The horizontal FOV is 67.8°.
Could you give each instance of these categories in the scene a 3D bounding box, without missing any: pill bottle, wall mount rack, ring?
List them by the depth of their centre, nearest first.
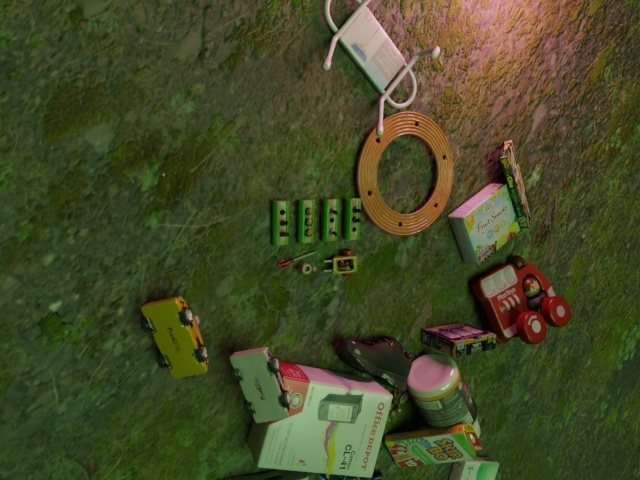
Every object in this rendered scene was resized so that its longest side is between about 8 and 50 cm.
[{"bbox_3d":[0.130,-0.433,1.149,0.350,0.131,0.304,43,76,-28],"label":"wall mount rack"},{"bbox_3d":[0.235,-0.181,1.312,0.337,0.032,0.336,-6,101,-31],"label":"ring"},{"bbox_3d":[0.372,0.485,1.425,0.162,0.162,0.278,-38,116,-20],"label":"pill bottle"}]

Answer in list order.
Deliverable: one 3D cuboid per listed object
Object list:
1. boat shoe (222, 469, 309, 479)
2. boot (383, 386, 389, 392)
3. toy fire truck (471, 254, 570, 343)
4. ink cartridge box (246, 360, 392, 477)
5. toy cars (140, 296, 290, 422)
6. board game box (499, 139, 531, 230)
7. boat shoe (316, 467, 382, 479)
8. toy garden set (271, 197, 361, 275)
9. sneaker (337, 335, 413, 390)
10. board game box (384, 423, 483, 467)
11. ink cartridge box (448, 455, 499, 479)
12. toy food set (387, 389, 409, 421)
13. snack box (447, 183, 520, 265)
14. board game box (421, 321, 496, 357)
[{"bbox_3d":[-0.150,0.636,1.183,0.268,0.096,0.088,7,90,-40],"label":"boat shoe"},{"bbox_3d":[0.138,0.462,1.345,0.087,0.042,0.118,17,98,-23],"label":"boot"},{"bbox_3d":[0.648,0.187,1.555,0.302,0.169,0.253,-22,90,-27],"label":"toy fire truck"},{"bbox_3d":[-0.001,0.445,1.187,0.307,0.131,0.225,16,88,-19],"label":"ink cartridge box"},{"bbox_3d":[-0.213,0.248,1.032,0.394,0.087,0.176,33,111,-11],"label":"toy cars"},{"bbox_3d":[0.621,-0.175,1.508,0.259,0.030,0.136,63,34,-23],"label":"board game box"},{"bbox_3d":[0.077,0.634,1.318,0.089,0.109,0.258,-51,135,-1],"label":"boat shoe"},{"bbox_3d":[0.000,0.000,1.181,0.245,0.049,0.203,-5,104,-28],"label":"toy garden set"},{"bbox_3d":[0.155,0.314,1.314,0.286,0.109,0.130,37,72,-39],"label":"sneaker"},{"bbox_3d":[0.331,0.601,1.392,0.260,0.039,0.124,-18,116,19],"label":"board game box"},{"bbox_3d":[0.508,0.855,1.631,0.181,0.056,0.224,17,87,-31],"label":"ink cartridge box"},{"bbox_3d":[0.227,0.480,1.420,0.078,0.019,0.122,41,77,-29],"label":"toy food set"},{"bbox_3d":[0.508,-0.052,1.471,0.207,0.070,0.174,-35,113,-23],"label":"snack box"},{"bbox_3d":[0.414,0.295,1.430,0.171,0.141,0.048,-3,98,-30],"label":"board game box"}]
